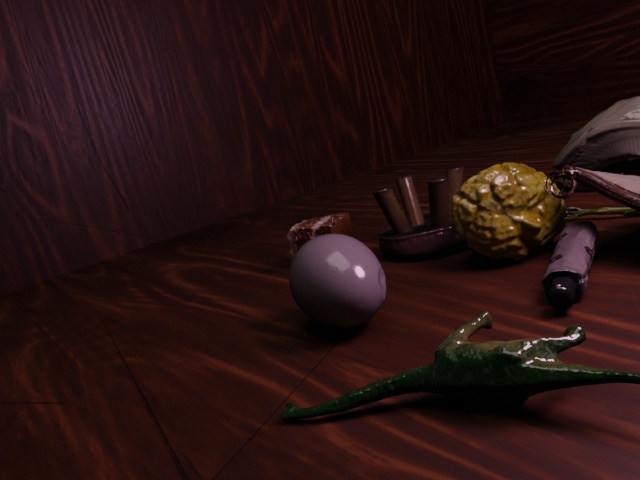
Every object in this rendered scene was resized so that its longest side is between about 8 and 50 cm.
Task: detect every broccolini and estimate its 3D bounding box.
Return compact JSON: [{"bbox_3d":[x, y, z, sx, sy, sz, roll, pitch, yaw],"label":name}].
[{"bbox_3d":[0.647,-0.060,1.407,0.254,0.071,0.057,5,-20,38],"label":"broccolini"}]

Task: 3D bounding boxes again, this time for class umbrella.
[{"bbox_3d":[0.458,0.040,1.077,0.073,0.067,0.337,-20,9,34],"label":"umbrella"}]

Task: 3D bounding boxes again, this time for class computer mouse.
[{"bbox_3d":[0.825,-0.306,1.640,0.228,0.145,0.429,-36,7,-25],"label":"computer mouse"}]

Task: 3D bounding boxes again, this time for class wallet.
[{"bbox_3d":[0.637,-0.070,1.117,0.275,0.068,0.335,0,22,-29],"label":"wallet"}]

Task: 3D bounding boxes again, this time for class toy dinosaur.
[{"bbox_3d":[0.167,0.184,0.734,0.301,0.087,0.447,-21,8,-30],"label":"toy dinosaur"}]

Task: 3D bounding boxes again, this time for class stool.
[{"bbox_3d":[0.269,-0.074,1.512,0.272,0.178,0.272,-13,11,3],"label":"stool"}]

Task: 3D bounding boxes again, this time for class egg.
[{"bbox_3d":[0.034,0.077,1.123,0.176,0.176,0.232,-19,16,-19],"label":"egg"}]

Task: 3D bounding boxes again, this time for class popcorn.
[{"bbox_3d":[0.411,-0.064,1.299,0.237,0.206,0.251,-25,-3,19],"label":"popcorn"}]

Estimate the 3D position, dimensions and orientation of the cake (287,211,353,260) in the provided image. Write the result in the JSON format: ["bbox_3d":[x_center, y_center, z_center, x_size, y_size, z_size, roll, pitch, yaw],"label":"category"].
[{"bbox_3d":[0.000,0.000,1.594,0.147,0.134,0.135,0,16,27],"label":"cake"}]

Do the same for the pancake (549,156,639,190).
[{"bbox_3d":[0.837,-0.201,1.739,0.294,0.049,0.294,-15,10,3],"label":"pancake"}]
